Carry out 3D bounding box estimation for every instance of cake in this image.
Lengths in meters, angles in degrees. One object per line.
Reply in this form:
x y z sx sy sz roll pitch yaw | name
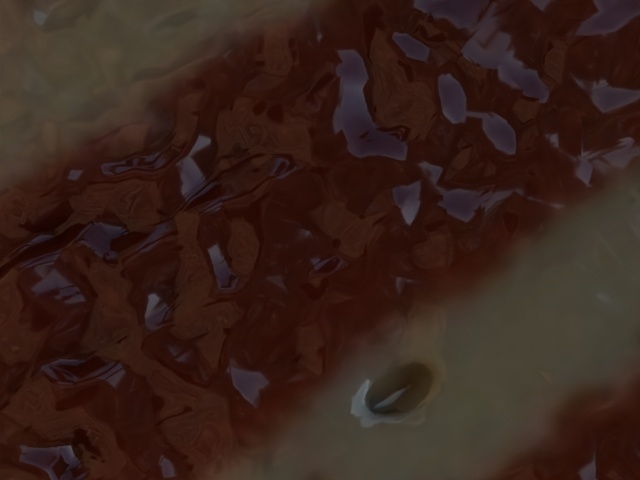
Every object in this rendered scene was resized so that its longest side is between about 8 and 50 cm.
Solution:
0.000 0.000 0.524 0.319 0.269 0.270 54 -4 -2 | cake
